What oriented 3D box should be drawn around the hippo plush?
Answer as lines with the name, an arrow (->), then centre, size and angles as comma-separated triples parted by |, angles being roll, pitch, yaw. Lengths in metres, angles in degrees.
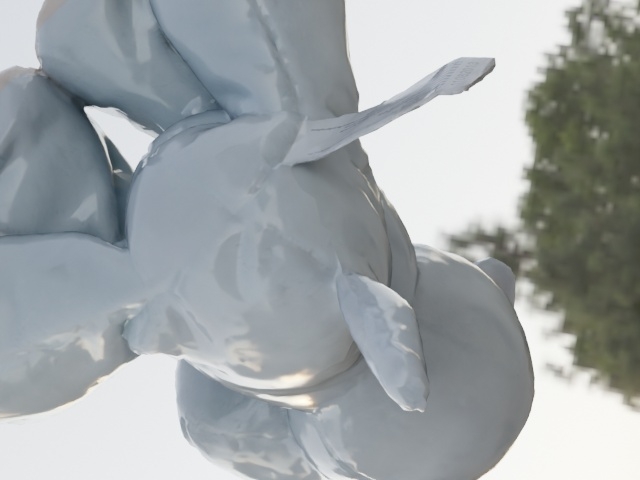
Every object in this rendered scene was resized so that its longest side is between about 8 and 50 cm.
hippo plush -> 0.000, 0.000, 0.695 | 0.236, 0.294, 0.234 | 35, -121, -45
